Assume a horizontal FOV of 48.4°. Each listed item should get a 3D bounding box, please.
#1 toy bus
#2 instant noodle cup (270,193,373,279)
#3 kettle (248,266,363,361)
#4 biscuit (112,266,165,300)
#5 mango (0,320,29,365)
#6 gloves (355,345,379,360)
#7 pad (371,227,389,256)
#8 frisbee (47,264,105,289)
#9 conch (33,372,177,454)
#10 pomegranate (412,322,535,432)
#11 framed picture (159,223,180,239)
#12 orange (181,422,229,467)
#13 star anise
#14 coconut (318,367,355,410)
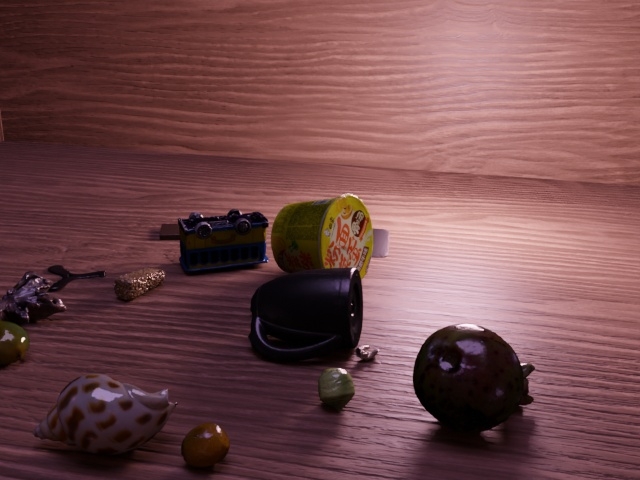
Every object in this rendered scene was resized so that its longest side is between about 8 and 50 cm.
[{"bbox_3d":[-0.322,-0.001,2.369,0.288,0.175,0.138,-6,21,-20],"label":"toy bus"},{"bbox_3d":[0.000,0.000,2.266,0.221,0.311,0.311,4,18,36],"label":"instant noodle cup"},{"bbox_3d":[-0.048,0.197,1.849,0.290,0.207,0.268,0,47,12],"label":"kettle"},{"bbox_3d":[-0.547,0.126,2.156,0.082,0.070,0.168,15,21,23],"label":"biscuit"},{"bbox_3d":[-0.816,0.253,1.756,0.191,0.085,0.122,3,48,5],"label":"mango"},{"bbox_3d":[0.114,0.283,1.808,0.081,0.037,0.044,3,43,-26],"label":"gloves"},{"bbox_3d":[0.130,-0.024,2.643,0.250,0.055,0.323,3,20,5],"label":"pad"},{"bbox_3d":[-0.781,0.110,2.268,0.187,0.012,0.211,-6,20,-21],"label":"frisbee"},{"bbox_3d":[-0.438,0.351,1.421,0.275,0.182,0.148,2,50,20],"label":"conch"},{"bbox_3d":[0.335,0.295,1.559,0.242,0.242,0.306,14,3,30],"label":"pomegranate"},{"bbox_3d":[-0.515,-0.034,2.673,0.168,0.023,0.128,-1,21,-8],"label":"framed picture"},{"bbox_3d":[-0.227,0.402,1.391,0.095,0.085,0.085,-19,19,6],"label":"orange"},{"bbox_3d":[-0.835,0.174,1.950,0.257,0.110,0.198,-24,31,-38],"label":"star anise"},{"bbox_3d":[0.035,0.335,1.599,0.088,0.096,0.088,-9,-11,-2],"label":"coconut"}]
